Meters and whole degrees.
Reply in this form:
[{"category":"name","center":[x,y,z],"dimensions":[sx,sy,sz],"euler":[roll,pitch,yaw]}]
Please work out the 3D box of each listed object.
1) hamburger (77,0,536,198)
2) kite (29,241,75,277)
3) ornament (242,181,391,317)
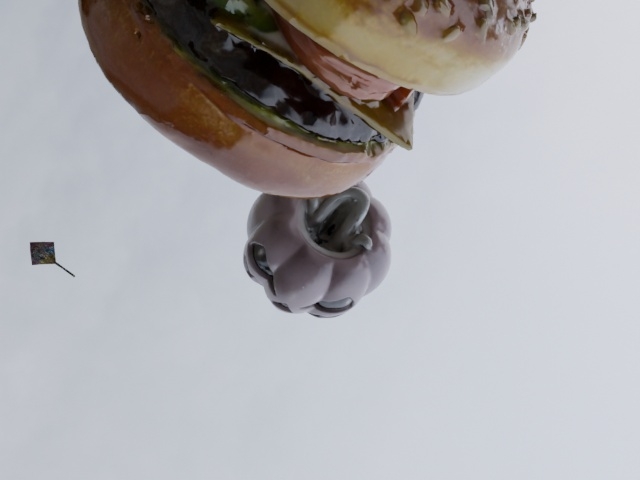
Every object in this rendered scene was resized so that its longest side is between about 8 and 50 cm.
[{"category":"hamburger","center":[-0.001,-0.183,0.431],"dimensions":[0.225,0.291,0.291],"euler":[-43,-140,38]},{"category":"kite","center":[-0.407,0.025,0.944],"dimensions":[0.002,0.078,0.044],"euler":[-15,-120,49]},{"category":"ornament","center":[-0.001,0.000,0.720],"dimensions":[0.177,0.177,0.177],"euler":[-26,-130,34]}]
